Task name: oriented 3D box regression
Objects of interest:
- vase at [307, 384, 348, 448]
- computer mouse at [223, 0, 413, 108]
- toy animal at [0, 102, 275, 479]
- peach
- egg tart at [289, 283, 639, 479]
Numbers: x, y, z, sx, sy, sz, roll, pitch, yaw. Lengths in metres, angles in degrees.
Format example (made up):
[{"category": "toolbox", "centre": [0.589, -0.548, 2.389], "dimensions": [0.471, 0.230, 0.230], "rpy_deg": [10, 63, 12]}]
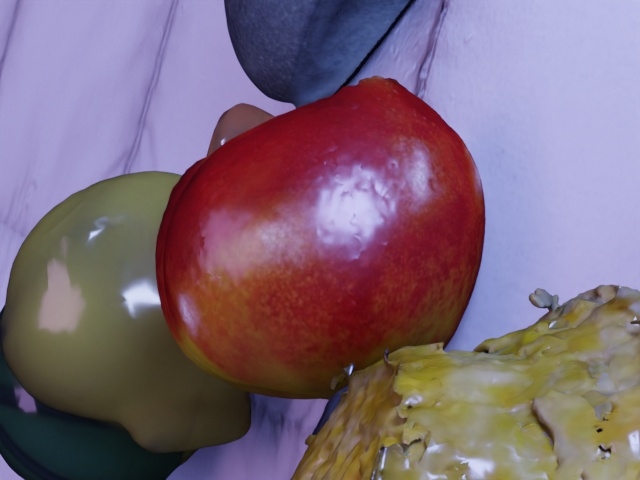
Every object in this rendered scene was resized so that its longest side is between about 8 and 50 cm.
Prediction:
[{"category": "vase", "centre": [0.063, 0.161, 0.902], "dimensions": [0.120, 0.120, 0.183], "rpy_deg": [-42, 61, 47]}, {"category": "computer mouse", "centre": [0.024, -0.254, 1.144], "dimensions": [0.374, 0.114, 0.203], "rpy_deg": [-57, 32, 31]}, {"category": "toy animal", "centre": [-0.139, 0.060, 1.218], "dimensions": [0.338, 0.191, 0.216], "rpy_deg": [-45, 41, 45]}, {"category": "peach", "centre": [0.000, 0.000, 0.994], "dimensions": [0.190, 0.190, 0.192], "rpy_deg": [-11, 62, 60]}, {"category": "egg tart", "centre": [0.038, 0.138, 0.673], "dimensions": [0.295, 0.116, 0.295], "rpy_deg": [-57, 14, 22]}]
